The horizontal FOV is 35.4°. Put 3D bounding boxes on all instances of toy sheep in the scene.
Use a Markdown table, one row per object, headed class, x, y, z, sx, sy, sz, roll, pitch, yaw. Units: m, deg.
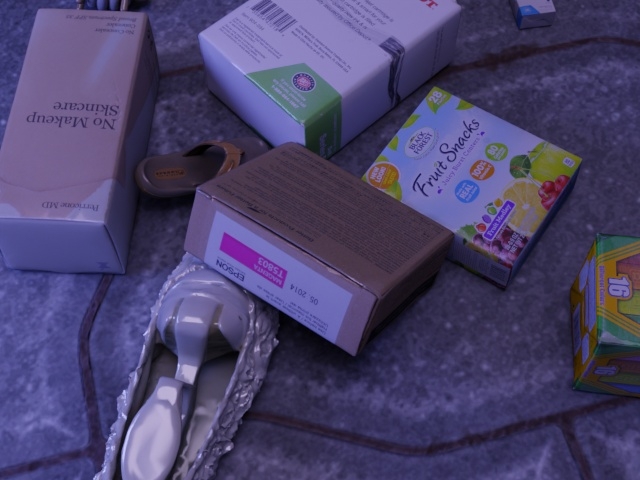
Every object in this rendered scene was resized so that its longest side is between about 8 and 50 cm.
| class | x | y | z | sx | sy | sz | roll | pitch | yaw |
| --- | --- | --- | --- | --- | --- | --- | --- | --- | --- |
| toy sheep | -0.296 | -0.352 | 1.364 | 0.132 | 0.091 | 0.091 | 10 | 58 | -14 |

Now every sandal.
| class | x | y | z | sx | sy | sz | roll | pitch | yaw |
| --- | --- | --- | --- | --- | --- | --- | --- | --- | --- |
| sandal | -0.135 | -0.093 | 1.207 | 0.180 | 0.049 | 0.072 | -12 | 65 | -31 |

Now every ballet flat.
| class | x | y | z | sx | sy | sz | roll | pitch | yaw |
| --- | --- | --- | --- | --- | --- | --- | --- | --- | --- |
| ballet flat | -0.134 | 0.148 | 1.035 | 0.147 | 0.147 | 0.409 | 11 | 59 | 7 |

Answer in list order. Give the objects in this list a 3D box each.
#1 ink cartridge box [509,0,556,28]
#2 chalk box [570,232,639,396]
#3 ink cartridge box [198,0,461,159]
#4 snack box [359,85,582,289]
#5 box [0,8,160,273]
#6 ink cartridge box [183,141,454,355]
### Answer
| class | x | y | z | sx | sy | sz | roll | pitch | yaw |
| --- | --- | --- | --- | --- | --- | --- | --- | --- | --- |
| ink cartridge box | 0.287 | -0.333 | 1.376 | 0.048 | 0.028 | 0.083 | -8 | 59 | -4 |
| chalk box | 0.385 | 0.088 | 1.063 | 0.213 | 0.132 | 0.132 | 5 | 60 | 4 |
| ink cartridge box | 0.014 | -0.245 | 1.277 | 0.273 | 0.115 | 0.198 | -38 | 66 | -20 |
| snack box | 0.176 | -0.066 | 1.195 | 0.207 | 0.070 | 0.174 | 29 | 64 | 19 |
| box | -0.289 | -0.122 | 1.204 | 0.148 | 0.121 | 0.311 | 2 | 59 | 1 |
| ink cartridge box | 0.000 | 0.000 | 1.102 | 0.234 | 0.088 | 0.193 | 31 | 35 | 18 |
